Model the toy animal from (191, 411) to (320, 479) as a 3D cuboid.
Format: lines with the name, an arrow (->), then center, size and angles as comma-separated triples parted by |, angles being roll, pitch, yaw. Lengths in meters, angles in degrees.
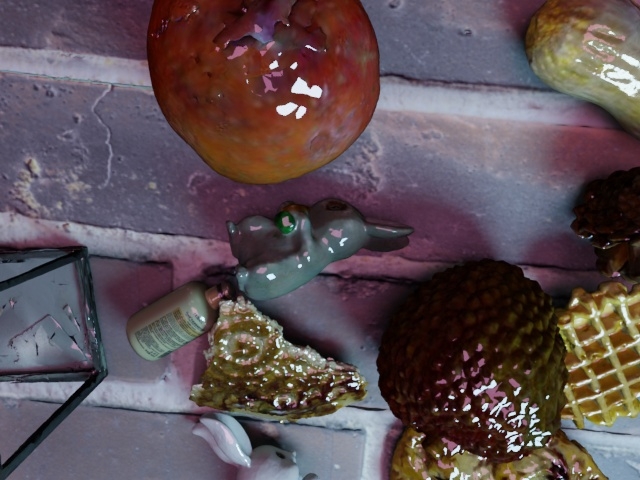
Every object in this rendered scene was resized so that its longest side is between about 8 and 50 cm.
toy animal -> -0.095, 0.344, 0.705 | 0.130, 0.104, 0.221 | -28, 84, -23

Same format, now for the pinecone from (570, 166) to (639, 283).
pinecone -> 0.437, -0.017, 0.588 | 0.195, 0.179, 0.150 | 4, 102, -22

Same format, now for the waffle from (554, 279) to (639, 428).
waffle -> 0.407, 0.176, 0.658 | 0.249, 0.056, 0.253 | 23, 118, -14

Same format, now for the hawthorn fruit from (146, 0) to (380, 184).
hawthorn fruit -> -0.065, -0.207, 0.498 | 0.275, 0.307, 0.276 | 0, 87, 2

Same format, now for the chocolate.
chocolate -> 0.404, -0.213, 0.573 | 0.309, 0.134, 0.134 | 30, 100, -3

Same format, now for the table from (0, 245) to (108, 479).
table -> -0.514, 0.146, 0.581 | 0.334, 0.272, 0.222 | -3, 100, 1

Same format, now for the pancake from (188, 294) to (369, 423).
pancake -> -0.074, 0.175, 0.673 | 0.265, 0.057, 0.245 | -14, 114, 1

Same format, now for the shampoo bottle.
shampoo bottle -> -0.197, 0.108, 0.667 | 0.162, 0.079, 0.079 | -30, 99, 6

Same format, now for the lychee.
lychee -> 0.200, 0.153, 0.599 | 0.235, 0.236, 0.271 | 29, 78, -5

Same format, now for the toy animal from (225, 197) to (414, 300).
toy animal -> -0.001, -0.001, 0.640 | 0.251, 0.127, 0.126 | -14, 89, -11

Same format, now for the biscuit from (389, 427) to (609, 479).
biscuit -> 0.270, 0.399, 0.694 | 0.333, 0.081, 0.290 | 17, 96, 9
